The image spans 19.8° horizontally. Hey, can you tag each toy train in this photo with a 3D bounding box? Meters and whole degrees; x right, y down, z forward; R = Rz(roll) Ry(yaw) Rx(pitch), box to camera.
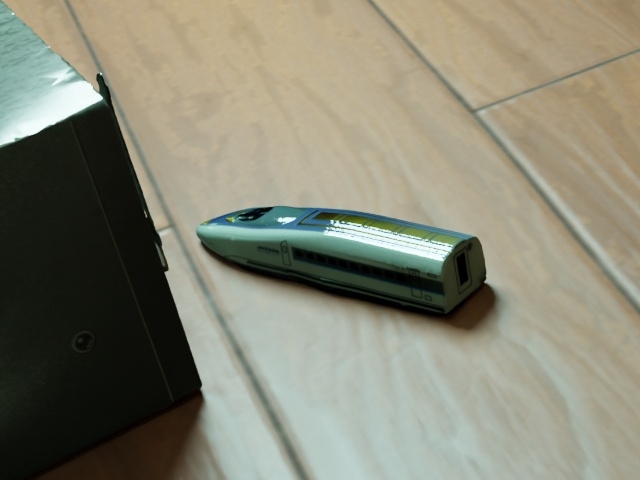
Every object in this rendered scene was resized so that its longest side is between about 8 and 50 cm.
[{"bbox_3d":[0.000,0.001,1.318,0.252,0.048,0.055,12,40,37],"label":"toy train"}]

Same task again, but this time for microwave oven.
[{"bbox_3d":[-0.335,-0.010,1.307,0.374,0.236,0.432,-27,34,-15],"label":"microwave oven"}]
